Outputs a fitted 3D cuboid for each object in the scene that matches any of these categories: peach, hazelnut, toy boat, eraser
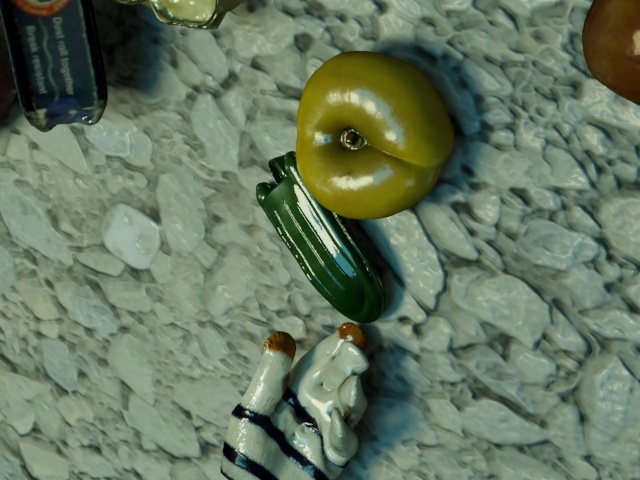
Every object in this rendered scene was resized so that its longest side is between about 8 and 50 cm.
[{"bbox_3d":[0.052,-0.106,1.806,0.179,0.103,0.179,8,107,29],"label":"peach"},{"bbox_3d":[0.342,-0.203,1.554,0.186,0.210,0.210,26,117,1],"label":"hazelnut"},{"bbox_3d":[0.000,0.000,1.898,0.210,0.052,0.104,56,140,9],"label":"toy boat"},{"bbox_3d":[-0.303,-0.291,1.911,0.102,0.155,0.332,-8,126,-5],"label":"eraser"}]

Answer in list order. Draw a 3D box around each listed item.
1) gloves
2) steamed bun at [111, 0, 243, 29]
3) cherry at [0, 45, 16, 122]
[{"bbox_3d":[-0.012,0.191,1.925,0.140,0.131,0.218,35,89,27],"label":"gloves"},{"bbox_3d":[-0.154,-0.333,1.888,0.178,0.106,0.192,14,118,26],"label":"steamed bun"},{"bbox_3d":[-0.489,-0.199,2.096,0.266,0.183,0.213,5,117,12],"label":"cherry"}]
